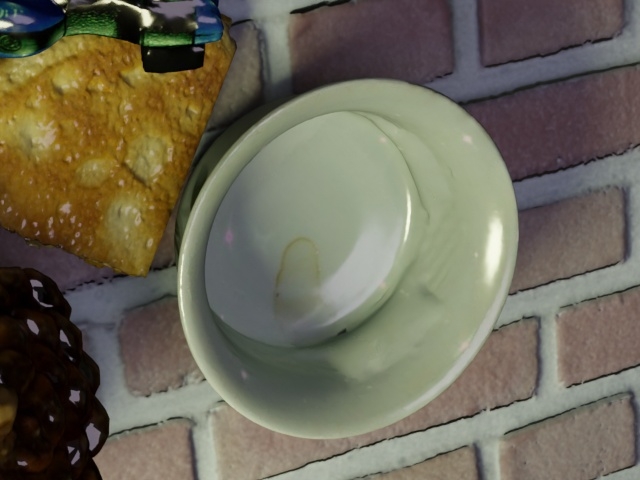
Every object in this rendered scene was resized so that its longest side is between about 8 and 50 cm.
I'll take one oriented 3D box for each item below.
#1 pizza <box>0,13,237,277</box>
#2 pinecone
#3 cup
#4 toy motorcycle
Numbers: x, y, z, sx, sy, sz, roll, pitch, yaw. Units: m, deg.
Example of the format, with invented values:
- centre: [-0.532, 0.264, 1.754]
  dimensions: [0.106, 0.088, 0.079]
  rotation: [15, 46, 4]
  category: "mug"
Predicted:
- centre: [-0.216, -0.124, 1.453]
  dimensions: [0.257, 0.087, 0.268]
  rotation: [27, 84, -43]
  category: "pizza"
- centre: [-0.365, 0.187, 1.361]
  dimensions: [0.397, 0.397, 0.398]
  rotation: [-9, 111, -24]
  category: "pinecone"
- centre: [0.000, 0.000, 1.575]
  dimensions: [0.347, 0.163, 0.347]
  rotation: [-9, 110, -25]
  category: "cup"
- centre: [-0.239, -0.206, 1.348]
  dimensions: [0.331, 0.196, 0.125]
  rotation: [0, 147, -8]
  category: "toy motorcycle"
